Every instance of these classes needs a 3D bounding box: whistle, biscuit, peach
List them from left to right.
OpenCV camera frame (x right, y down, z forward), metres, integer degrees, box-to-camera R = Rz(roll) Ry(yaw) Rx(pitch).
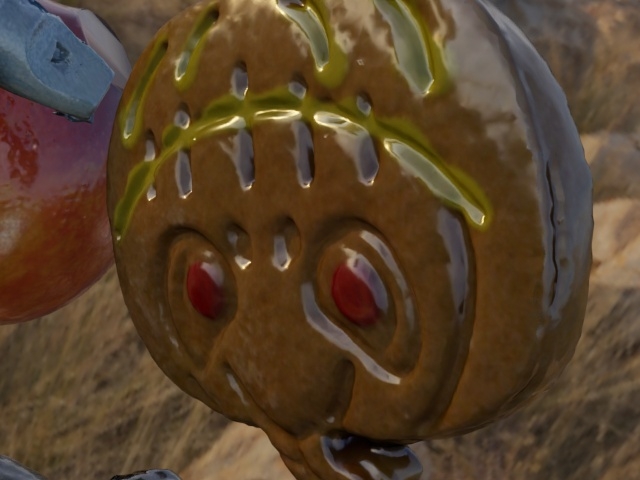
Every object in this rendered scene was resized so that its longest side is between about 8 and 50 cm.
[{"bbox_3d":[-0.280,-0.185,1.028,0.269,0.093,0.180,31,50,-14],"label":"whistle"},{"bbox_3d":[-0.356,-0.103,1.418,0.388,0.388,0.388,19,33,-13],"label":"peach"},{"bbox_3d":[-0.006,0.001,0.840,0.070,0.394,0.350,-7,87,-45],"label":"biscuit"}]

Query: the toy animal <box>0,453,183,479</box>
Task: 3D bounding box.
[{"bbox_3d":[-0.188,0.224,0.974,0.233,0.169,0.121,21,25,0],"label":"toy animal"}]
